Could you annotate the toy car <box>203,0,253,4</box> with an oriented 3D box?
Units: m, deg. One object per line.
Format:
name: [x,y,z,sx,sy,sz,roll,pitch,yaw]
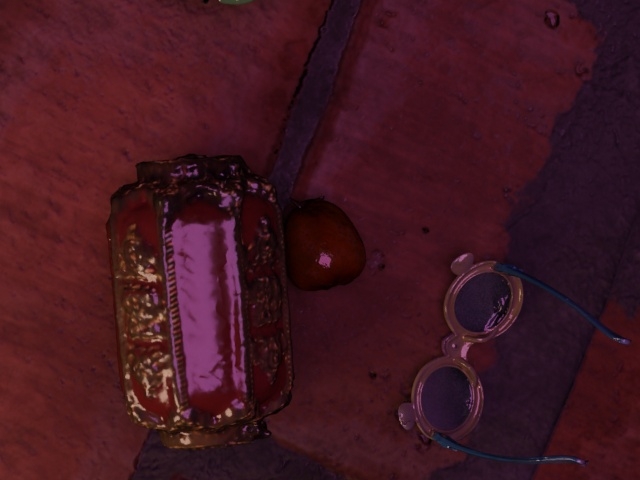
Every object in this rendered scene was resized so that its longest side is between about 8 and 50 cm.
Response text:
toy car: [-0.122,-0.399,1.527,0.213,0.176,0.358,-36,105,22]

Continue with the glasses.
glasses: [0.199,0.129,1.600,0.088,0.220,0.189,20,90,-46]

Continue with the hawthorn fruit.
hawthorn fruit: [0.000,0.000,1.617,0.081,0.081,0.093,-13,84,-5]

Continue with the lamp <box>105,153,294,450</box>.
lamp: [-0.113,0.056,1.567,0.177,0.177,0.274,-5,96,-6]
